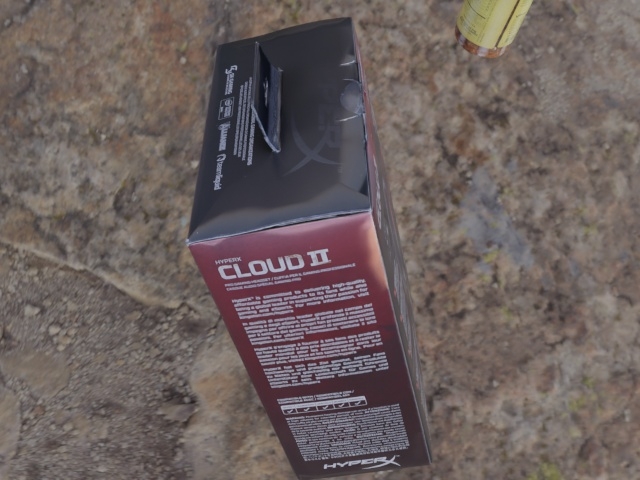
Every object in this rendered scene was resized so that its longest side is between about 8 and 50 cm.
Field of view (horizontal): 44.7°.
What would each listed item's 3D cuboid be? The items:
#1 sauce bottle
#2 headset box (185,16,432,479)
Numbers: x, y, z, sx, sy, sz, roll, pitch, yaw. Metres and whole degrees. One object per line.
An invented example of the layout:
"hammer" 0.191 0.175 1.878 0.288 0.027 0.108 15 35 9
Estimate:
"sauce bottle" 0.120 -0.170 0.473 0.042 0.128 0.042 8 54 -10
"headset box" 0.000 0.000 0.565 0.110 0.293 0.218 -10 43 8
